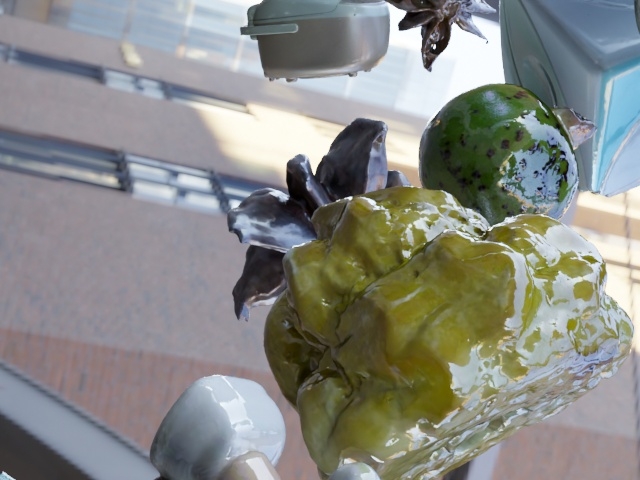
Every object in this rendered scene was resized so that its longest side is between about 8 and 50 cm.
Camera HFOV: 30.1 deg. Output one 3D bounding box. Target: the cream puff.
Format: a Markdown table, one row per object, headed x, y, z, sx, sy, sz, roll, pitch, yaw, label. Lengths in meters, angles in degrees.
| x | y | z | sx | sy | sz | roll | pitch | yaw | label |
| --- | --- | --- | --- | --- | --- | --- | --- | --- | --- |
| 0.087 | 0.063 | 1.036 | 0.257 | 0.291 | 0.324 | 58 | -7 | 21 | cream puff |

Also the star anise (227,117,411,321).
| x | y | z | sx | sy | sz | roll | pitch | yaw | label |
| --- | --- | --- | --- | --- | --- | --- | --- | --- | --- |
| 0.000 | 0.000 | 1.460 | 0.139 | 0.316 | 0.359 | 51 | -54 | 46 | star anise |

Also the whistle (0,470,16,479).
| x | y | z | sx | sy | sz | roll | pitch | yaw | label |
| --- | --- | --- | --- | --- | --- | --- | --- | --- | --- |
| -0.354 | 0.372 | 1.560 | 0.039 | 0.186 | 0.039 | -50 | -174 | 7 | whistle |

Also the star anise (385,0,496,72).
| x | y | z | sx | sy | sz | roll | pitch | yaw | label |
| --- | --- | --- | --- | --- | --- | --- | --- | --- | --- |
| 0.124 | -0.233 | 1.119 | 0.129 | 0.124 | 0.056 | -35 | -154 | 14 | star anise |

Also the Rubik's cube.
| x | y | z | sx | sy | sz | roll | pitch | yaw | label |
| --- | --- | --- | --- | --- | --- | --- | --- | --- | --- |
| 0.544 | -0.333 | 2.115 | 0.351 | 0.352 | 0.347 | 81 | -16 | -49 | Rubik's cube |

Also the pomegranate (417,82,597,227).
| x | y | z | sx | sy | sz | roll | pitch | yaw | label |
| --- | --- | --- | --- | --- | --- | --- | --- | --- | --- |
| 0.263 | -0.113 | 1.697 | 0.271 | 0.254 | 0.254 | -32 | -157 | 1 | pomegranate |

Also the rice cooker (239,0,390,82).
| x | y | z | sx | sy | sz | roll | pitch | yaw | label |
| --- | --- | --- | --- | --- | --- | --- | --- | --- | --- |
| -0.003 | -0.283 | 1.626 | 0.145 | 0.206 | 0.127 | -31 | 114 | -63 | rice cooker |

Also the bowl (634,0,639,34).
| x | y | z | sx | sy | sz | roll | pitch | yaw | label |
| --- | --- | --- | --- | --- | --- | --- | --- | --- | --- |
| 0.552 | -0.392 | 1.745 | 0.146 | 0.313 | 0.313 | 43 | -53 | 30 | bowl |

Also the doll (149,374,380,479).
| x | y | z | sx | sy | sz | roll | pitch | yaw | label |
| --- | --- | --- | --- | --- | --- | --- | --- | --- | --- |
| -0.008 | 0.284 | 0.748 | 0.348 | 0.161 | 0.423 | -42 | -116 | 45 | doll |
